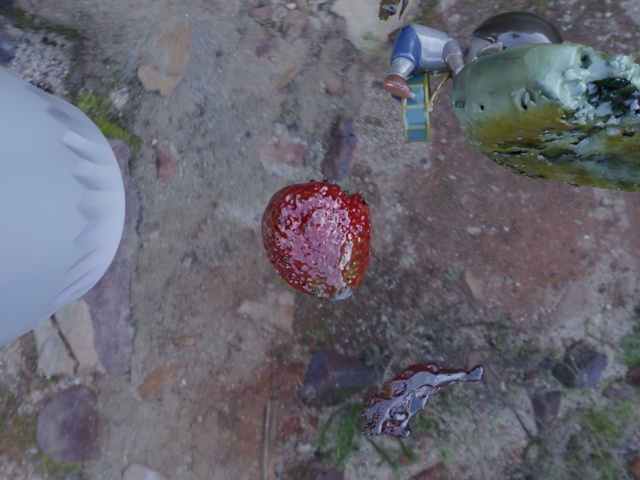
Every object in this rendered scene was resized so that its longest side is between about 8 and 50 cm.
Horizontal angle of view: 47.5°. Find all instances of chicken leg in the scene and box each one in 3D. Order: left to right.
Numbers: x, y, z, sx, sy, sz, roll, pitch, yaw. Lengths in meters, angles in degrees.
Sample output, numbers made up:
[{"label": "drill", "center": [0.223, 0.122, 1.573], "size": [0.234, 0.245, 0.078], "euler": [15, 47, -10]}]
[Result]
[{"label": "chicken leg", "center": [0.153, 0.239, 1.141], "size": [0.219, 0.048, 0.089], "euler": [-34, 85, -15]}]

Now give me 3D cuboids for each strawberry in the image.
[{"label": "strawberry", "center": [-0.001, 0.001, 0.604], "size": [0.106, 0.106, 0.106], "euler": [-3, 107, -10]}]

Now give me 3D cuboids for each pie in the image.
[{"label": "pie", "center": [0.307, -0.108, 0.748], "size": [0.371, 0.296, 0.078], "euler": [11, 85, -2]}]

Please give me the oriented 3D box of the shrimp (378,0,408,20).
[{"label": "shrimp", "center": [0.081, -0.425, 1.043], "size": [0.152, 0.287, 0.063], "euler": [21, 66, 6]}]

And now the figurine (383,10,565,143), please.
[{"label": "figurine", "center": [0.223, -0.216, 0.958], "size": [0.275, 0.161, 0.158], "euler": [-3, 99, 13]}]

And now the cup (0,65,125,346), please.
[{"label": "cup", "center": [-0.311, -0.020, 0.481], "size": [0.253, 0.371, 0.253], "euler": [1, 95, 13]}]
